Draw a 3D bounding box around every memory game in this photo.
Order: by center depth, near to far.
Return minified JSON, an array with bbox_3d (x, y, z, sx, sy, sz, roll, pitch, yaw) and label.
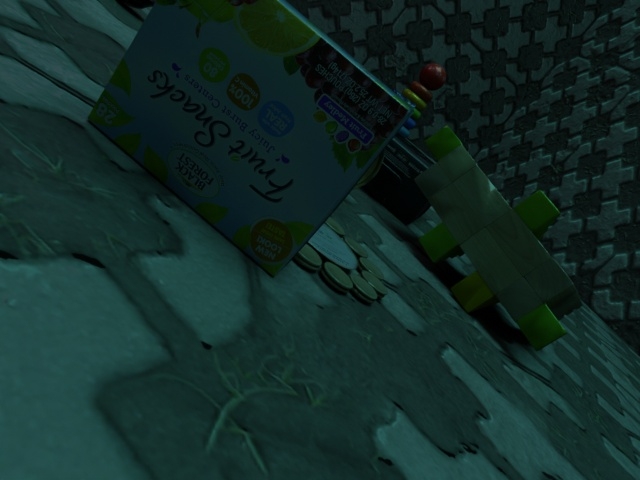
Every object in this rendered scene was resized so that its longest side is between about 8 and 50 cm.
[{"bbox_3d":[0.000,0.000,0.612,0.186,0.012,0.186,37,16,-13],"label":"memory game"}]

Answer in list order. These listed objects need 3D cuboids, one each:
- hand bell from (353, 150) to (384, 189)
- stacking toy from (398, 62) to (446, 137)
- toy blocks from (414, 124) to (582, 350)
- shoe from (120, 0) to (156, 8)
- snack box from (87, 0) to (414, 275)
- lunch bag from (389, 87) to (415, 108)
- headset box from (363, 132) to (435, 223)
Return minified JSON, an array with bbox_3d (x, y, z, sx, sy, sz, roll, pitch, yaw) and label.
[{"bbox_3d":[0.013,-0.165,0.972,0.126,0.126,0.242,35,4,-18],"label":"hand bell"},{"bbox_3d":[0.305,-0.457,1.939,0.141,0.330,0.141,36,17,-13],"label":"stacking toy"},{"bbox_3d":[0.309,0.019,0.963,0.261,0.190,0.381,33,24,-56],"label":"toy blocks"},{"bbox_3d":[-0.340,-0.441,0.945,0.177,0.081,0.063,12,1,7],"label":"shoe"},{"bbox_3d":[-0.057,-0.104,0.467,0.207,0.174,0.070,41,19,2],"label":"snack box"},{"bbox_3d":[0.153,-0.269,1.172,0.065,0.067,0.098,34,15,-12],"label":"lunch bag"},{"bbox_3d":[0.151,-0.151,1.174,0.218,0.110,0.293,42,16,9],"label":"headset box"}]
